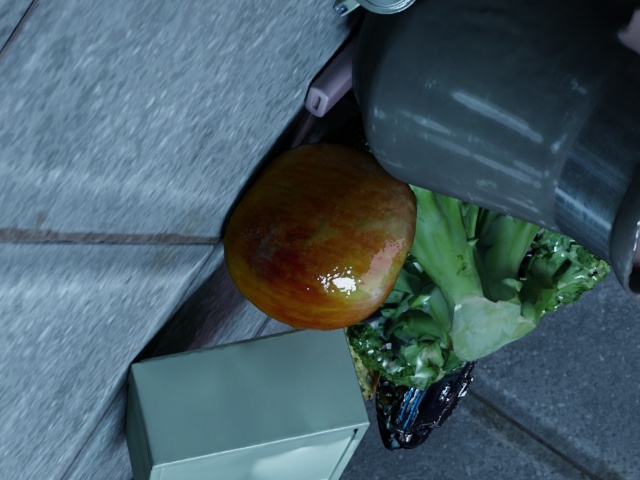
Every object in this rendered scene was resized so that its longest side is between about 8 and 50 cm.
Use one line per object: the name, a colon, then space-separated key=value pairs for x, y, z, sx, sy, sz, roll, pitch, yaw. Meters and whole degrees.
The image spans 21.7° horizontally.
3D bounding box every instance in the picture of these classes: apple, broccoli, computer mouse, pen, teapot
apple: x=0.000 y=0.000 z=1.651 sx=0.195 sy=0.173 sz=0.160 roll=-65 pitch=171 yaw=28
broccoli: x=0.146 y=-0.005 z=1.882 sx=0.321 sy=0.310 sz=0.413 roll=-36 pitch=146 yaw=-34
computer mouse: x=0.132 y=0.160 z=2.104 sx=0.146 sy=0.077 sz=0.242 roll=0 pitch=121 yaw=-58
pen: x=0.051 y=-0.198 z=1.658 sx=0.197 sy=0.032 sz=0.053 roll=-48 pitch=169 yaw=-31
teapot: x=0.049 y=-0.229 z=1.449 sx=0.088 sy=0.066 sz=0.057 roll=-35 pitch=-163 yaw=20
teapot: x=0.240 y=-0.150 z=1.499 sx=0.305 sy=0.361 sz=0.376 roll=-33 pitch=146 yaw=-32

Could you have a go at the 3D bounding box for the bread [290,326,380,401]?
bread: x=0.062 y=0.065 z=2.177 sx=0.179 sy=0.194 sz=0.340 roll=-42 pitch=166 yaw=-11

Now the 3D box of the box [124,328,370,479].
box: x=-0.087 y=0.192 z=1.759 sx=0.224 sy=0.117 sz=0.225 roll=-10 pitch=159 yaw=-13
